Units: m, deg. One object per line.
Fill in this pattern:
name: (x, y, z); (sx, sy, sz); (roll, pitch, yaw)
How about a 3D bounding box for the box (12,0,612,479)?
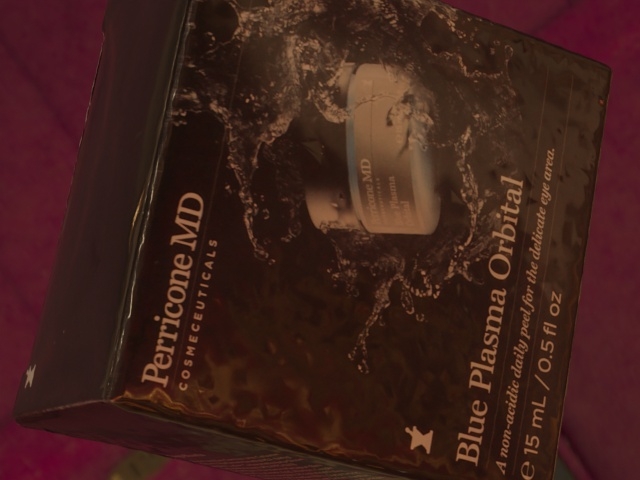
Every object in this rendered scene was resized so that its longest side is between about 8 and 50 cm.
box: (0.000, 0.000, 0.563); (0.093, 0.158, 0.156); (-17, 59, 62)
